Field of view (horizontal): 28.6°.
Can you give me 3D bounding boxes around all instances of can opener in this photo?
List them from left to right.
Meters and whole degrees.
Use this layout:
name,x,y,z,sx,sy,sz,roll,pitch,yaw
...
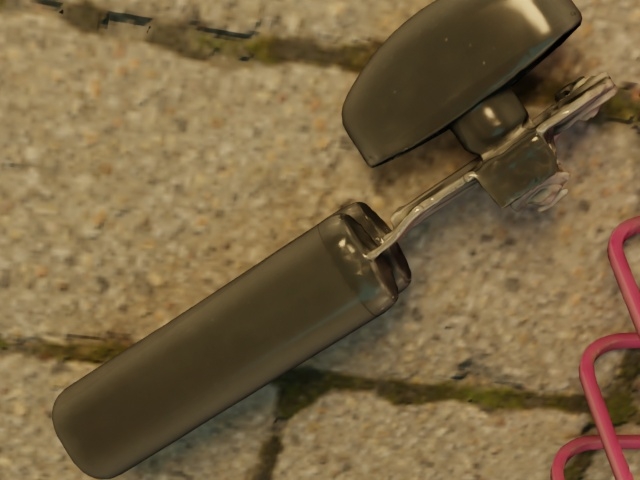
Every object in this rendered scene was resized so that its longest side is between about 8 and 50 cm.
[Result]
name,x,y,z,sx,sy,sz,roll,pitch,yaw
can opener,0.000,0.000,0.527,0.280,0.074,0.093,-38,87,15

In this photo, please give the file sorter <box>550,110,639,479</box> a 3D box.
name,x,y,z,sx,sy,sz,roll,pitch,yaw
file sorter,0.217,0.046,0.501,0.182,0.202,0.290,1,124,-7
